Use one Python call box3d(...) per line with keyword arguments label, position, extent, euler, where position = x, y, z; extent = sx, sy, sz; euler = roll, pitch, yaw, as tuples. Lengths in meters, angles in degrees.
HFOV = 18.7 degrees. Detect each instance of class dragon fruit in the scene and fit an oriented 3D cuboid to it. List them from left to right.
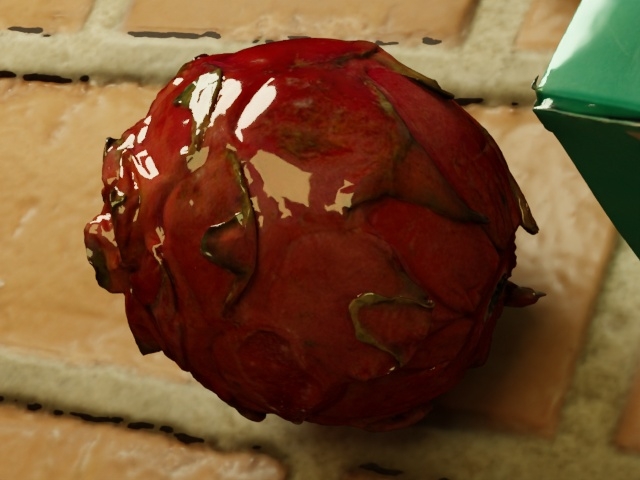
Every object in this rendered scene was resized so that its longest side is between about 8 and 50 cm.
box3d(label="dragon fruit", position=(-0.008, -0.005, 1.119), extent=(0.252, 0.241, 0.241), euler=(3, 61, 33))

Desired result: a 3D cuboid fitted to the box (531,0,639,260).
box3d(label="box", position=(0.260, -0.136, 1.062), extent=(0.118, 0.205, 0.311), euler=(13, 66, 40))
